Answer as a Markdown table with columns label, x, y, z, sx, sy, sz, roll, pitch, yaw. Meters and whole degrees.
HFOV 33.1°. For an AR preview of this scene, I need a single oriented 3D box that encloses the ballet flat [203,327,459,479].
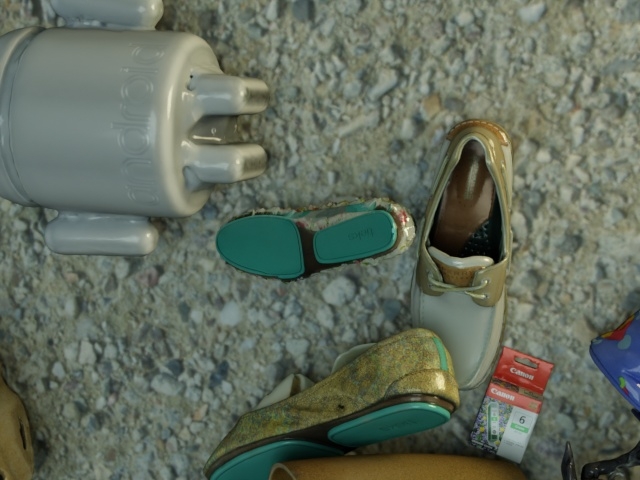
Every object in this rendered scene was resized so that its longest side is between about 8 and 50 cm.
| label | x | y | z | sx | sy | sz | roll | pitch | yaw |
| --- | --- | --- | --- | --- | --- | --- | --- | --- | --- |
| ballet flat | 0.006 | 0.188 | 1.198 | 0.349 | 0.123 | 0.123 | -28 | 91 | 35 |

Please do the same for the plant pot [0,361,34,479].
| label | x | y | z | sx | sy | sz | roll | pitch | yaw |
| --- | --- | --- | --- | --- | --- | --- | --- | --- | --- |
| plant pot | -0.521 | 0.256 | 1.256 | 0.306 | 0.334 | 0.333 | -22 | 93 | 4 |

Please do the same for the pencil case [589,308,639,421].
| label | x | y | z | sx | sy | sz | roll | pitch | yaw |
| --- | --- | --- | --- | --- | --- | --- | --- | --- | --- |
| pencil case | 0.424 | 0.077 | 1.084 | 0.306 | 0.119 | 0.133 | -39 | 68 | 16 |

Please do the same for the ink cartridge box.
| label | x | y | z | sx | sy | sz | roll | pitch | yaw |
| --- | --- | --- | --- | --- | --- | --- | --- | --- | --- |
| ink cartridge box | 0.212 | 0.183 | 1.198 | 0.063 | 0.029 | 0.115 | 20 | 103 | 10 |

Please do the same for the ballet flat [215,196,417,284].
| label | x | y | z | sx | sy | sz | roll | pitch | yaw |
| --- | --- | --- | --- | --- | --- | --- | --- | --- | --- |
| ballet flat | 0.000 | 0.000 | 1.191 | 0.241 | 0.077 | 0.091 | -3 | 94 | 28 |

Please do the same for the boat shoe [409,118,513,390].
| label | x | y | z | sx | sy | sz | roll | pitch | yaw |
| --- | --- | --- | --- | --- | --- | --- | --- | --- | --- |
| boat shoe | 0.147 | 0.022 | 1.150 | 0.113 | 0.103 | 0.302 | 3 | 99 | 13 |

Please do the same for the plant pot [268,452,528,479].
| label | x | y | z | sx | sy | sz | roll | pitch | yaw |
| --- | --- | --- | --- | --- | --- | --- | --- | --- | --- |
| plant pot | 0.099 | 0.322 | 1.142 | 0.255 | 0.237 | 0.237 | -11 | 97 | -19 |

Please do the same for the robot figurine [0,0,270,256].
| label | x | y | z | sx | sy | sz | roll | pitch | yaw |
| --- | --- | --- | --- | --- | --- | --- | --- | --- | --- |
| robot figurine | -0.237 | -0.130 | 1.168 | 0.354 | 0.200 | 0.299 | 4 | 94 | 13 |

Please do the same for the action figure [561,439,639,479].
| label | x | y | z | sx | sy | sz | roll | pitch | yaw |
| --- | --- | --- | --- | --- | --- | --- | --- | --- | --- |
| action figure | 0.337 | 0.262 | 1.053 | 0.276 | 0.141 | 0.164 | -9 | 71 | -2 |
